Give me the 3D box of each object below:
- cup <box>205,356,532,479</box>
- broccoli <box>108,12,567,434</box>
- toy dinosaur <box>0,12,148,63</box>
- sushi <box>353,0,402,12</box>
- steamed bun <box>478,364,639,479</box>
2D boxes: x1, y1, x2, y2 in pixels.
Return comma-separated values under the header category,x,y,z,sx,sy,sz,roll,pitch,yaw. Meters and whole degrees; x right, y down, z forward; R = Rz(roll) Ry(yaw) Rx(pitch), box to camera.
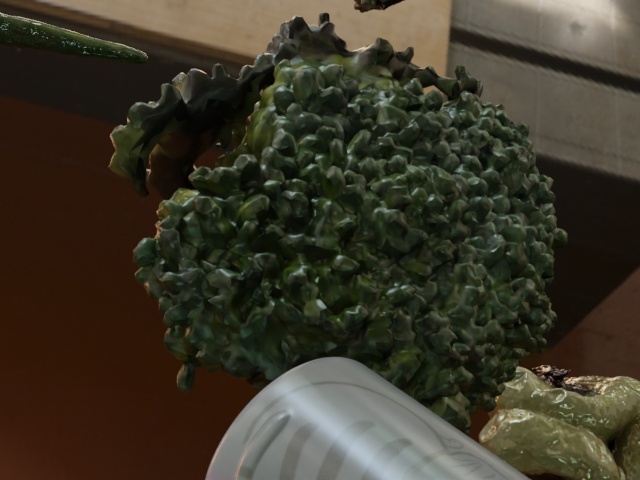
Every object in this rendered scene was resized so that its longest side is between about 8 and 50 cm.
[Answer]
category,x,y,z,sx,sy,sz,roll,pitch,yaw
cup,0.017,0.119,0.339,0.136,0.099,0.133,-12,32,-41
broccoli,0.014,-0.010,0.694,0.324,0.272,0.334,41,43,-42
toy dinosaur,-0.341,-0.097,0.490,0.447,0.301,0.087,22,43,-16
sushi,0.056,-0.238,0.771,0.078,0.150,0.090,-19,107,-6
steamed bun,0.218,0.188,0.880,0.155,0.141,0.172,29,67,-23
